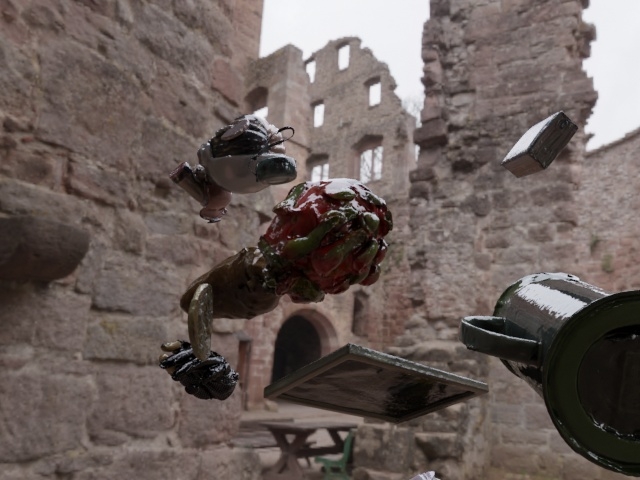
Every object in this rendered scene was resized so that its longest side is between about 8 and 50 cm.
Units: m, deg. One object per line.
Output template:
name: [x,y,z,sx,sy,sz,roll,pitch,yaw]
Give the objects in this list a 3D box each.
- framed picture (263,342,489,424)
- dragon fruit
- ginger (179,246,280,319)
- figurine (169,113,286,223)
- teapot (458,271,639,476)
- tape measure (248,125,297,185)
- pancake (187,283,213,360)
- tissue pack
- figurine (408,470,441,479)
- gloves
framed picture: [0.097,0.259,0.977,0.324,0.020,0.240,23,-41,-32]
dragon fruit: [0.009,0.004,1.124,0.237,0.231,0.302,28,42,35]
ginger: [-0.193,0.115,1.380,0.321,0.165,0.172,-26,-12,33]
figurine: [-0.247,-0.219,1.669,0.361,0.211,0.253,-31,3,40]
teapot: [0.321,0.141,0.757,0.270,0.201,0.337,6,3,4]
tape measure: [-0.102,-0.215,1.342,0.104,0.180,0.107,16,-20,-28]
pancake: [-0.231,0.157,1.102,0.028,0.158,0.158,-1,-14,1]
tissue pack: [0.468,-0.200,1.211,0.065,0.115,0.155,40,-2,1]
figurine: [0.273,0.651,1.260,0.133,0.276,0.200,-34,-16,-7]
gloves: [-0.268,0.263,1.203,0.129,0.106,0.181,24,-28,50]
